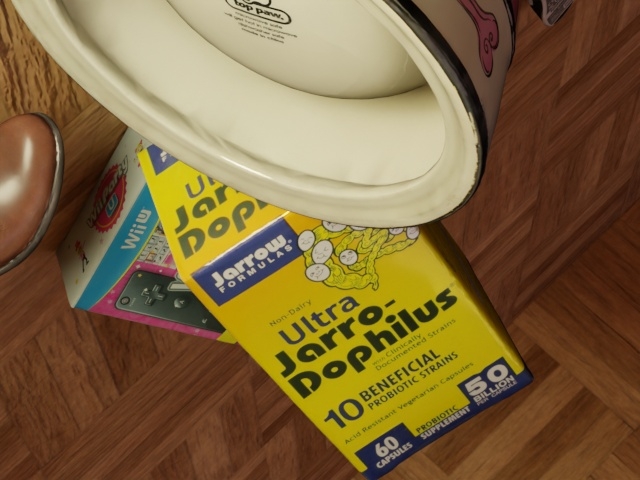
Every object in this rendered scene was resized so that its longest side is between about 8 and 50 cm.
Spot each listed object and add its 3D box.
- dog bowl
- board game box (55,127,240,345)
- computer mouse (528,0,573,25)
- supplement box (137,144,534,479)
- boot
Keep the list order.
[{"bbox_3d":[-0.034,-0.186,1.331,0.150,0.408,0.408,-60,168,-23],"label":"dog bowl"},{"bbox_3d":[-0.081,-0.008,1.792,0.303,0.097,0.224,16,121,-30],"label":"board game box"},{"bbox_3d":[0.287,-0.339,2.286,0.106,0.042,0.193,-50,157,-9],"label":"computer mouse"},{"bbox_3d":[0.018,0.028,1.663,0.194,0.195,0.356,-33,131,7],"label":"supplement box"},{"bbox_3d":[-0.361,-0.019,1.435,0.264,0.096,0.280,-44,156,13],"label":"boot"}]
